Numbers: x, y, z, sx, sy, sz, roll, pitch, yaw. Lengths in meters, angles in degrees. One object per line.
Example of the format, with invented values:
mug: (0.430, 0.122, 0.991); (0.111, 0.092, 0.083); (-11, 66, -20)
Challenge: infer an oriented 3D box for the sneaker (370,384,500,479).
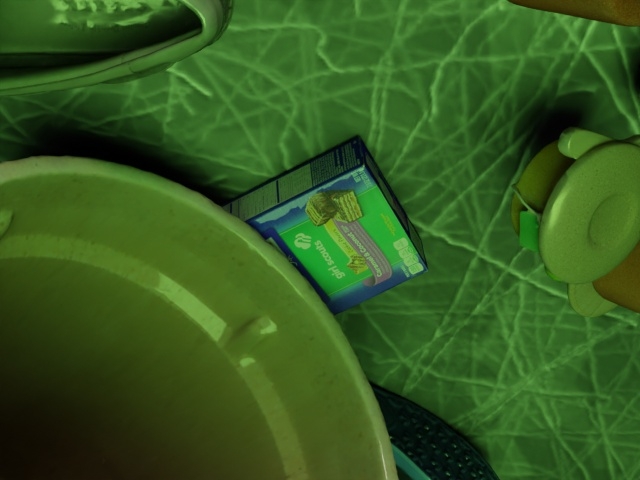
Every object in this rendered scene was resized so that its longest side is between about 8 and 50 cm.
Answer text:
sneaker: (0.021, 0.155, 0.849); (0.232, 0.081, 0.090); (32, 117, -13)

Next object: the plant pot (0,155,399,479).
plant pot: (-0.175, 0.171, 0.711); (0.334, 0.334, 0.305); (34, 132, -21)

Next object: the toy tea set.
toy tea set: (0.170, -0.093, 0.708); (0.200, 0.124, 0.336); (-14, 123, -31)

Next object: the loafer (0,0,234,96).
loafer: (-0.206, -0.128, 0.643); (0.319, 0.111, 0.112); (-6, 121, 0)

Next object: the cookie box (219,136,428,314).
cookie box: (0.000, 0.000, 0.773); (0.107, 0.040, 0.092); (-26, 119, 13)
